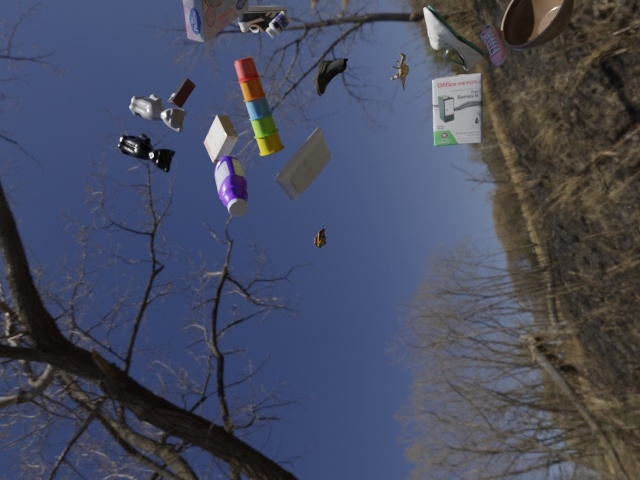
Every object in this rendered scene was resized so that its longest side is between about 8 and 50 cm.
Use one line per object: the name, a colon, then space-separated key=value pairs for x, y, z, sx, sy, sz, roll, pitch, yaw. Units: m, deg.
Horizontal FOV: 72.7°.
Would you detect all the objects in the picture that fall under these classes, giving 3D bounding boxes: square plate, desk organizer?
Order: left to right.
desk organizer: x=-0.611 y=-0.651 z=1.922 sx=0.050 sy=0.047 sz=0.130 roll=39 pitch=-105 yaw=-45
square plate: x=-0.071 y=-0.382 z=2.273 sx=0.049 sy=0.347 sz=0.344 roll=39 pitch=177 yaw=16

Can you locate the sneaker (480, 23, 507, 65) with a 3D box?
sneaker: x=0.489 y=-0.562 z=1.241 sx=0.070 sy=0.051 sz=0.134 roll=20 pitch=-119 yaw=-26

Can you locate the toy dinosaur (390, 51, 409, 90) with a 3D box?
toy dinosaur: x=0.381 y=-0.784 z=2.052 sx=0.093 sy=0.053 sz=0.183 roll=-25 pitch=-53 yaw=-21

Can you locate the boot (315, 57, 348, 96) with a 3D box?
boot: x=0.054 y=-0.796 z=2.096 sx=0.077 sy=0.137 sz=0.197 roll=37 pitch=-122 yaw=-61

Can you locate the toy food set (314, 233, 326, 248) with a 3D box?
toy food set: x=0.000 y=0.000 z=2.439 sx=0.083 sy=0.020 sz=0.082 roll=-45 pitch=-55 yaw=-25

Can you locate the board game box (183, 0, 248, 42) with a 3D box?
board game box: x=-0.314 y=-0.818 z=1.313 sx=0.318 sy=0.066 sz=0.318 roll=98 pitch=-168 yaw=-46

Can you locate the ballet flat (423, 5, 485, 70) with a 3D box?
ballet flat: x=0.603 y=-0.924 z=2.037 sx=0.400 sy=0.139 sz=0.139 roll=23 pitch=-127 yaw=-28

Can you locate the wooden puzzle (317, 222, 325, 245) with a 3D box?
wooden puzzle: x=0.007 y=-0.029 z=2.367 sx=0.078 sy=0.014 sz=0.116 roll=-49 pitch=-31 yaw=-41

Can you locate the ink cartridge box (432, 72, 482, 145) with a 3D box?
ink cartridge box: x=0.607 y=-0.578 z=1.925 sx=0.121 sy=0.211 sz=0.289 roll=-46 pitch=-48 yaw=-61

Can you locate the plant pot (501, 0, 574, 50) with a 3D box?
plant pot: x=0.703 y=-0.708 z=1.375 sx=0.110 sy=0.237 sz=0.237 roll=14 pitch=-120 yaw=-27

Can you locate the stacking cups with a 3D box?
stacking cups: x=-0.210 y=-0.451 z=1.475 sx=0.096 sy=0.096 sz=0.316 roll=-61 pitch=-39 yaw=-53

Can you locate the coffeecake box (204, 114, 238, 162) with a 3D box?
coffeecake box: x=-0.488 y=-0.492 z=2.129 sx=0.068 sy=0.185 sz=0.142 roll=-6 pitch=-121 yaw=-42

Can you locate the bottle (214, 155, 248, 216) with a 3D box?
bottle: x=-0.320 y=-0.195 z=1.581 sx=0.092 sy=0.118 sz=0.283 roll=13 pitch=-147 yaw=-31

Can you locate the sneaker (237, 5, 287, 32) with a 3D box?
sneaker: x=-0.305 y=-1.160 z=2.277 sx=0.321 sy=0.126 sz=0.127 roll=-28 pitch=-49 yaw=-39

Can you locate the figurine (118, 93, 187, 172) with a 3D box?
figurine: x=-0.515 y=-0.340 z=1.370 sx=0.092 sy=0.209 sz=0.214 roll=4 pitch=-70 yaw=-60

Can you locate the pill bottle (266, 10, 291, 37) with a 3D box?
pill bottle: x=-0.209 y=-1.061 z=2.144 sx=0.067 sy=0.120 sz=0.067 roll=46 pitch=-171 yaw=-9
